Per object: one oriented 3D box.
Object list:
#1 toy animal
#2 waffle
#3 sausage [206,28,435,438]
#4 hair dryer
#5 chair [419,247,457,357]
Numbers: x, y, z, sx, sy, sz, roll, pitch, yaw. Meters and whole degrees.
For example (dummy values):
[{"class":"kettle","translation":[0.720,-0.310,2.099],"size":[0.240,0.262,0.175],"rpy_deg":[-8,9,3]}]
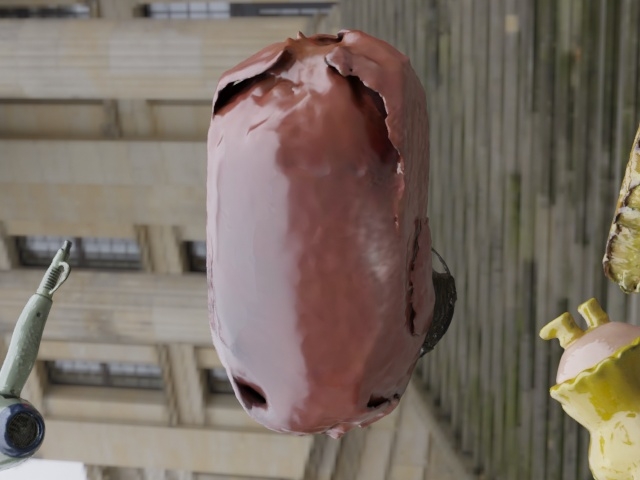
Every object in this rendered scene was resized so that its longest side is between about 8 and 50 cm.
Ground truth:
[{"class":"toy animal","translation":[0.334,0.170,1.321],"size":[0.230,0.156,0.156],"rpy_deg":[54,-178,15]},{"class":"waffle","translation":[0.382,-0.080,1.406],"size":[0.283,0.065,0.309],"rpy_deg":[-32,-46,-68]},{"class":"sausage","translation":[0.000,0.000,0.810],"size":[0.152,0.152,0.279],"rpy_deg":[-63,-25,-64]},{"class":"hair dryer","translation":[-0.278,0.109,1.048],"size":[0.067,0.167,0.199],"rpy_deg":[30,-129,-34]},{"class":"chair","translation":[0.057,0.057,1.520],"size":[0.213,0.149,0.174],"rpy_deg":[27,-104,-40]}]
